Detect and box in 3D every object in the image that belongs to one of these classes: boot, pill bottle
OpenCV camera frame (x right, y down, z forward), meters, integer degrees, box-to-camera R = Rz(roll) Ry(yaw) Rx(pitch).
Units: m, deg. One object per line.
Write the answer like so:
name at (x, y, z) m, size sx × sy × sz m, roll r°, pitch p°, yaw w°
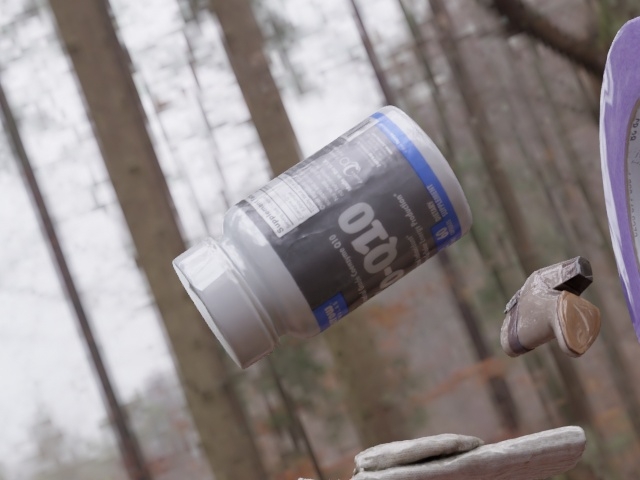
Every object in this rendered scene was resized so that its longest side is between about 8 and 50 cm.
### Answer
boot at (0.175, 0.066, 1.442) m, size 0.087 × 0.042 × 0.118 m, roll -41°, pitch 20°, yaw 36°
pill bottle at (0.000, 0.000, 0.925) m, size 0.137 × 0.078 × 0.078 m, roll -34°, pitch -11°, yaw -8°

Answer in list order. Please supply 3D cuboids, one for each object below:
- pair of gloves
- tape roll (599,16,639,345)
pair of gloves at (0.067, 0.192, 1.333) m, size 0.204 × 0.042 × 0.240 m, roll -3°, pitch -22°, yaw -16°
tape roll at (0.246, -0.002, 1.055) m, size 0.090 × 0.274 × 0.275 m, roll -11°, pitch -14°, yaw -7°
